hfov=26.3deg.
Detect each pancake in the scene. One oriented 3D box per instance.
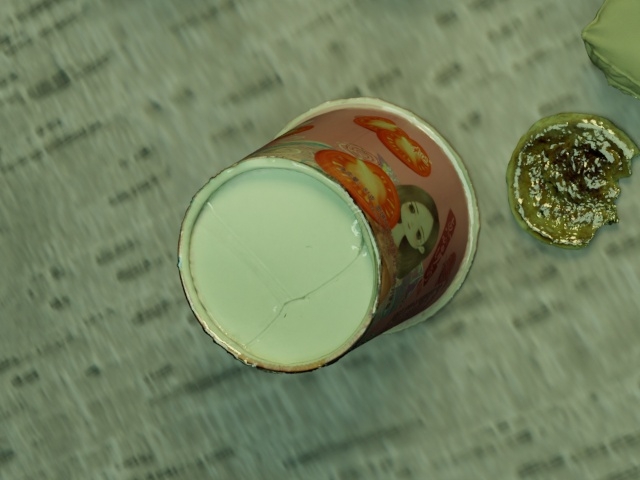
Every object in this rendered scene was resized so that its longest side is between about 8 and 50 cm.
[{"bbox_3d":[0.230,-0.057,1.278,0.116,0.022,0.129,19,103,15],"label":"pancake"}]

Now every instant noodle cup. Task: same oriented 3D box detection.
[{"bbox_3d":[0.000,0.000,1.264,0.243,0.231,0.243,5,103,21],"label":"instant noodle cup"}]

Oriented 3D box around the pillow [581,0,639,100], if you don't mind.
[{"bbox_3d":[0.407,-0.169,1.127,0.322,0.120,0.255,36,104,9],"label":"pillow"}]
